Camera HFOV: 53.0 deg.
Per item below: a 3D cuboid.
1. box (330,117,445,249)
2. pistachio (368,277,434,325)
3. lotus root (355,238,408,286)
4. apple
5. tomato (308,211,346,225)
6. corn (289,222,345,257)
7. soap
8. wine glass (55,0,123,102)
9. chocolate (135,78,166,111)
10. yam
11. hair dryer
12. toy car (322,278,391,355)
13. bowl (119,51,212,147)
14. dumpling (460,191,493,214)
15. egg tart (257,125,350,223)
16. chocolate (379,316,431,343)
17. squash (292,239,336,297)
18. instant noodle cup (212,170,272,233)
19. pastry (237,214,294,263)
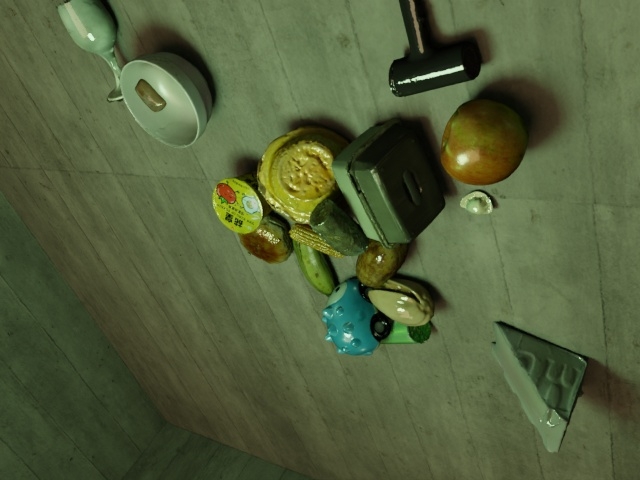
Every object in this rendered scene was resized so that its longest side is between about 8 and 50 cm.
[{"bbox_3d":[0.177,-0.139,1.623,0.166,0.220,0.291,14,141,52],"label":"box"},{"bbox_3d":[0.252,0.187,1.977,0.215,0.144,0.144,24,142,36],"label":"pistachio"},{"bbox_3d":[0.181,0.044,1.870,0.128,0.145,0.260,28,145,3],"label":"lotus root"},{"bbox_3d":[0.361,-0.213,1.416,0.196,0.196,0.196,23,141,20],"label":"apple"},{"bbox_3d":[-0.008,-0.112,1.887,0.228,0.101,0.228,32,165,9],"label":"tomato"},{"bbox_3d":[0.000,0.000,2.002,0.207,0.068,0.068,21,145,-12],"label":"corn"},{"bbox_3d":[0.586,0.411,1.828,0.302,0.258,0.159,21,141,23],"label":"soap"},{"bbox_3d":[-0.649,-0.578,1.911,0.143,0.143,0.321,6,132,36],"label":"wine glass"},{"bbox_3d":[-0.484,-0.405,1.806,0.101,0.031,0.064,49,138,-12],"label":"chocolate"},{"bbox_3d":[0.043,-0.034,1.677,0.107,0.107,0.183,4,154,37],"label":"yam"},{"bbox_3d":[0.218,-0.443,1.384,0.197,0.089,0.251,-1,122,41],"label":"hair dryer"},{"bbox_3d":[0.096,0.254,2.086,0.188,0.190,0.255,-35,64,53],"label":"toy car"},{"bbox_3d":[-0.430,-0.428,1.881,0.287,0.144,0.287,22,140,20],"label":"bowl"},{"bbox_3d":[0.399,-0.096,1.629,0.077,0.043,0.059,28,128,40],"label":"dumpling"},{"bbox_3d":[-0.034,-0.180,1.720,0.288,0.288,0.118,32,-178,8],"label":"egg tart"},{"bbox_3d":[0.228,0.300,2.147,0.291,0.110,0.110,-16,118,50],"label":"chocolate"},{"bbox_3d":[-0.020,0.086,2.130,0.094,0.094,0.341,6,134,36],"label":"squash"},{"bbox_3d":[-0.221,-0.132,2.001,0.182,0.144,0.182,14,120,25],"label":"instant noodle cup"},{"bbox_3d":[-0.185,-0.005,2.152,0.182,0.093,0.192,7,142,29],"label":"pastry"}]
